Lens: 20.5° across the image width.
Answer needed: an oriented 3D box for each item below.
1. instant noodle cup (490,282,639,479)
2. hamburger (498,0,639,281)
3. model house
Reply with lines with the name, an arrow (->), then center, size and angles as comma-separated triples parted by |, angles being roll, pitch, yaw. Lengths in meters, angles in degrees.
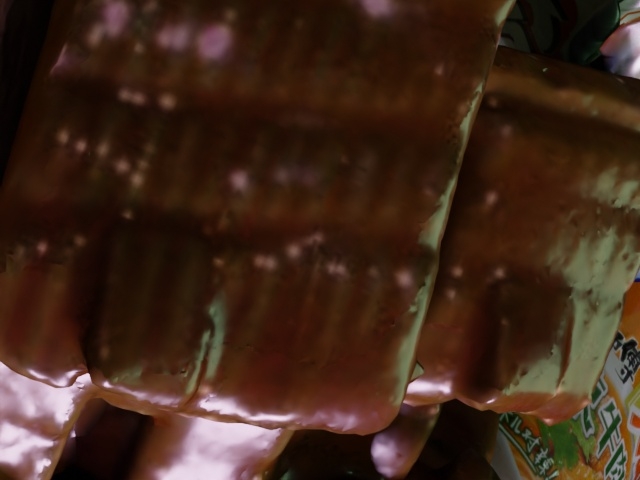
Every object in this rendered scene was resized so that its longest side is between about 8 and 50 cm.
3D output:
instant noodle cup -> 0.027, 0.080, 0.861 | 0.214, 0.296, 0.296 | -52, 165, -47
hamburger -> 0.095, -0.120, 0.669 | 0.150, 0.260, 0.276 | -38, 135, -21
model house -> 0.000, 0.001, 0.524 | 0.220, 0.199, 0.229 | -87, -165, -52
